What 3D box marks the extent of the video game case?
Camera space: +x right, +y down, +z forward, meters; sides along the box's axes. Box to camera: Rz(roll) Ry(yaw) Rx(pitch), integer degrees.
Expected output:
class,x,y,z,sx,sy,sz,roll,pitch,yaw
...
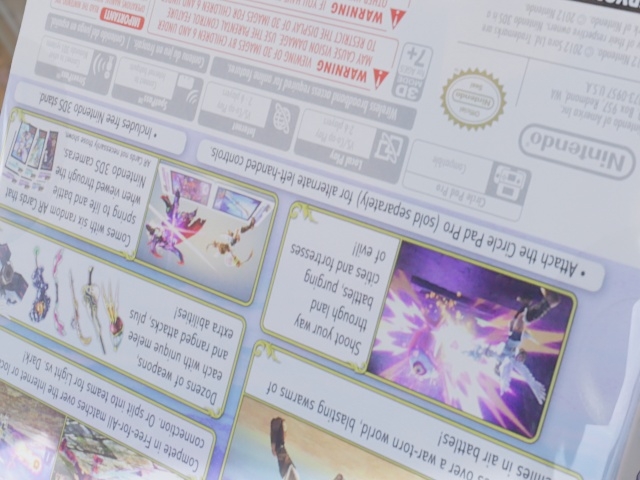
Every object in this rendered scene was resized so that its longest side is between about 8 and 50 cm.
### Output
class,x,y,z,sx,sy,sz,roll,pitch,yaw
video game case,0.000,0.000,0.490,0.269,0.244,0.061,20,-174,41
